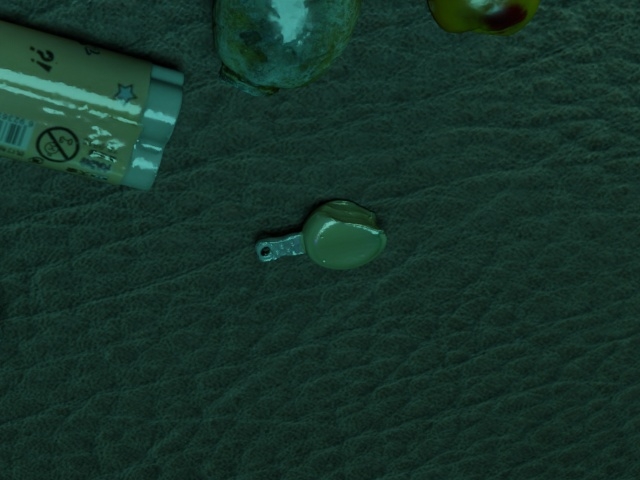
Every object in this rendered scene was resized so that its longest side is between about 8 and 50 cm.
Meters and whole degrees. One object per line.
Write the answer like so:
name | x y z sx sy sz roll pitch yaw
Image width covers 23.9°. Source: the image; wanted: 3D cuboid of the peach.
peach | 0.193 -0.306 1.777 0.138 0.138 0.138 -5 124 -7

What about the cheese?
cheese | 0.001 -0.006 1.987 0.171 0.047 0.092 5 121 -13

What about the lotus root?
lotus root | -0.026 -0.319 1.708 0.175 0.175 0.349 7 117 -14

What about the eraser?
eraser | -0.325 -0.159 1.808 0.290 0.087 0.171 14 122 -17

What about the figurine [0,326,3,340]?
figurine | -0.503 0.128 1.946 0.184 0.128 0.208 -9 116 -1
